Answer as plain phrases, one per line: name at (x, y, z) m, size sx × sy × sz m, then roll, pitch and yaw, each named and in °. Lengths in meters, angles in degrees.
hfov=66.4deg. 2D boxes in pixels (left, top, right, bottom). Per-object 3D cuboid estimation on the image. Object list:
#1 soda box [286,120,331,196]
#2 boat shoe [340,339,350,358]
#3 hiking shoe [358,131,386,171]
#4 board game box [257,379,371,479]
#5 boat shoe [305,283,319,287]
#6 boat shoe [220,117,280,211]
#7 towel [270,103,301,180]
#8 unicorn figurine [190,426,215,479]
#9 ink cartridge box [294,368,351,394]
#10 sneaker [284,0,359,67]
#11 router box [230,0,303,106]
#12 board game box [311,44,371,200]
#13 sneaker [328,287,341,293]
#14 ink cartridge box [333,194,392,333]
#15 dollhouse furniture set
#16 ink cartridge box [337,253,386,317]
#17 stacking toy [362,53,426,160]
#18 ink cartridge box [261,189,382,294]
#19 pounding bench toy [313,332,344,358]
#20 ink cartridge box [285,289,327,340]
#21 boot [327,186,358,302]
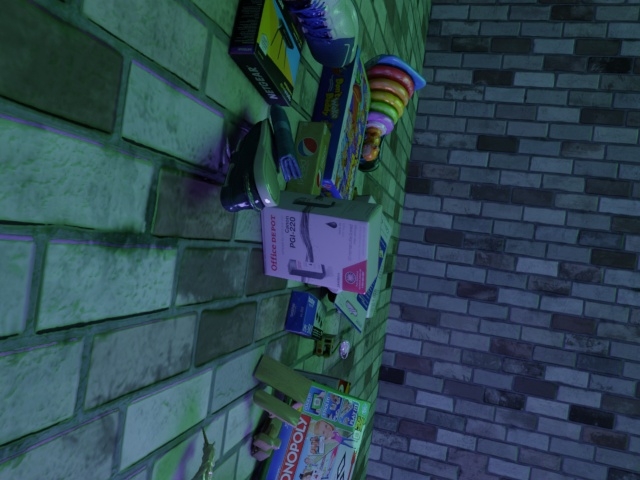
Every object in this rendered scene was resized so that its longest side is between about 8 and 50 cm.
soda box at (-0.027, -0.163, 1.061) m, size 0.058 × 0.061 × 0.182 m, roll 43°, pitch 56°, yaw -71°
boat shoe at (0.088, 0.401, 1.793) m, size 0.100 × 0.035 × 0.035 m, roll 90°, pitch 14°, yaw -49°
hiking shoe at (0.167, -0.375, 1.548) m, size 0.132 × 0.113 × 0.304 m, roll 38°, pitch 58°, yaw -68°
board game box at (-0.019, 0.502, 1.136) m, size 0.046 × 0.213 × 0.318 m, roll -20°, pitch -132°, yaw 61°
boat shoe at (-0.002, 0.061, 1.285) m, size 0.050 × 0.045 × 0.136 m, roll 53°, pitch 47°, yaw -68°
boat shoe at (-0.106, -0.117, 0.756) m, size 0.255 × 0.079 × 0.095 m, roll -97°, pitch 171°, yaw -54°
towel at (-0.057, -0.159, 0.784) m, size 0.067 × 0.029 × 0.120 m, roll 75°, pitch 3°, yaw -59°
unicorn figurine at (-0.193, 0.387, 0.744) m, size 0.162 × 0.060 × 0.111 m, roll -45°, pitch 140°, yaw -66°
ink cartridge box at (-0.013, 0.524, 1.323) m, size 0.272 × 0.129 × 0.310 m, roll 57°, pitch 43°, yaw -68°
sneaker at (-0.025, -0.436, 0.864) m, size 0.182 × 0.127 × 0.316 m, roll -60°, pitch 157°, yaw -30°
router box at (-0.083, -0.323, 0.812) m, size 0.179 × 0.046 × 0.133 m, roll 35°, pitch 64°, yaw -73°
board game box at (0.048, -0.276, 1.241) m, size 0.233 × 0.078 × 0.347 m, roll 46°, pitch 53°, yaw -70°
sneaker at (-0.001, 0.044, 1.185) m, size 0.092 × 0.087 × 0.229 m, roll -42°, pitch 126°, yaw -32°
ink cartridge box at (0.111, 0.063, 1.418) m, size 0.176 × 0.069 × 0.371 m, roll 51°, pitch 47°, yaw -42°
dollhouse furniture set at (-0.123, 0.357, 1.039) m, size 0.151 × 0.123 × 0.144 m, roll -49°, pitch -168°, yaw 44°
ink cartridge box at (0.153, 0.130, 1.738) m, size 0.198 × 0.114 × 0.273 m, roll 31°, pitch 68°, yaw -73°
stacking toy at (0.172, -0.368, 1.426) m, size 0.165 × 0.175 × 0.302 m, roll 26°, pitch 73°, yaw -29°
ink cartridge box at (0.000, 0.000, 0.948) m, size 0.092 × 0.217 × 0.159 m, roll -46°, pitch 141°, yaw -56°
pounding bench toy at (0.027, 0.315, 1.443) m, size 0.052 × 0.083 × 0.065 m, roll 0°, pitch 97°, yaw -74°
ink cartridge box at (-0.032, 0.196, 1.245) m, size 0.207 × 0.046 × 0.097 m, roll 53°, pitch 46°, yaw -68°
boot at (0.076, 0.016, 1.466) m, size 0.264 × 0.096 × 0.281 m, roll -48°, pitch 139°, yaw -42°
